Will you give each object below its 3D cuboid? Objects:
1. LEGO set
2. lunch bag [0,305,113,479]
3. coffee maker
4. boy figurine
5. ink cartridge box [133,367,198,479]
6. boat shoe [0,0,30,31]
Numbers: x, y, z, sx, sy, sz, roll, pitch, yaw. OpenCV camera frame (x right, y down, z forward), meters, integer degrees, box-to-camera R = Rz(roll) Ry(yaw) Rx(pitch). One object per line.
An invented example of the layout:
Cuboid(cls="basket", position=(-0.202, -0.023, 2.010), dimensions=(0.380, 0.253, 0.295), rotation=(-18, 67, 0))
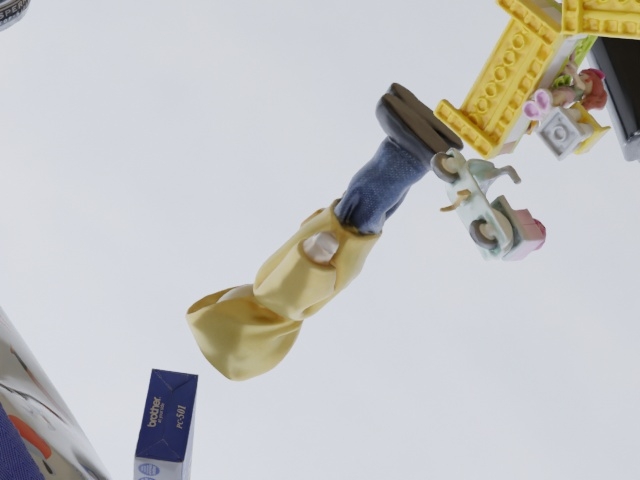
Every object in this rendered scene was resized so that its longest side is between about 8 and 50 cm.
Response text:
Cuboid(cls="LEGO set", position=(0.181, -0.106, 1.049), dimensions=(0.107, 0.287, 0.132), rotation=(-16, -105, -49))
Cuboid(cls="lunch bag", position=(-0.272, 0.204, 1.385), dimensions=(0.239, 0.385, 0.328), rotation=(-25, -118, -21))
Cuboid(cls="coffee maker", position=(0.246, -0.159, 1.410), dimensions=(0.171, 0.120, 0.178), rotation=(6, -121, -56))
Cuboid(cls="boy figurine", position=(0.000, 0.000, 1.525), dimensions=(0.092, 0.285, 0.177), rotation=(42, -158, -3))
Cuboid(cls="ink cartridge box", position=(-0.143, 0.217, 1.652), dimensions=(0.046, 0.207, 0.097), rotation=(8, -131, 0))
Cuboid(cls="boat shoe", position=(-0.414, -0.289, 1.518), dimensions=(0.367, 0.156, 0.136), rotation=(20, -135, 20))
